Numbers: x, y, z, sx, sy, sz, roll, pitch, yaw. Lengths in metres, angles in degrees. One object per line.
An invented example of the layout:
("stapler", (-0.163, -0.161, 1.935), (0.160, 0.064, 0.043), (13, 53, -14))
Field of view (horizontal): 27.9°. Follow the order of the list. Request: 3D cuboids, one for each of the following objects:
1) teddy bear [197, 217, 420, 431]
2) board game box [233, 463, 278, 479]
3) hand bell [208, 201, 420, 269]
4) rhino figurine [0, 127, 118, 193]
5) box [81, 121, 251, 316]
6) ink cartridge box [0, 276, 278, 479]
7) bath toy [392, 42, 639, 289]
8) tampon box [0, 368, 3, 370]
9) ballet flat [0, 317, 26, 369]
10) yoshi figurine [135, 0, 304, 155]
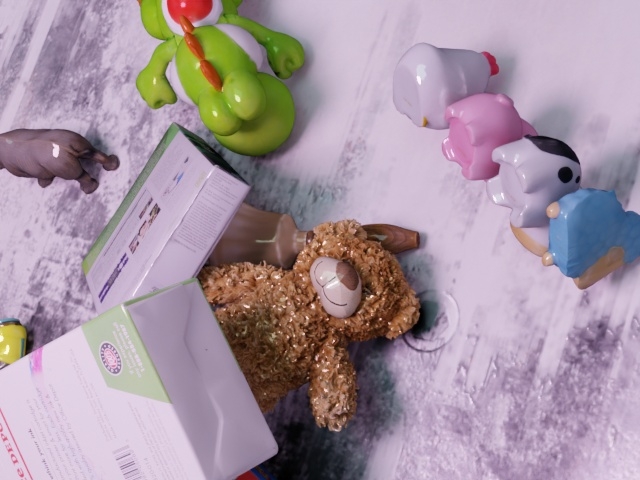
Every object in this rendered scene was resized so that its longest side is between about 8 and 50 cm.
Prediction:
("teddy bear", (-0.058, 0.112, 1.432), (0.338, 0.113, 0.245), (-21, 55, 11))
("board game box", (-0.217, 0.336, 1.511), (0.308, 0.086, 0.302), (36, 87, 37))
("hand bell", (0.000, 0.000, 1.537), (0.242, 0.126, 0.126), (-1, 70, 18))
("rhino figurine", (-0.410, -0.121, 1.821), (0.243, 0.106, 0.073), (6, 73, 34))
("box", (-0.197, -0.013, 1.569), (0.232, 0.058, 0.322), (-57, 21, 4))
("ink cartridge box", (-0.237, 0.201, 1.376), (0.353, 0.119, 0.207), (-27, 87, 38))
("bath toy", (0.210, -0.099, 1.415), (0.129, 0.151, 0.348), (-20, 49, -21))
("tampon box", (-0.415, 0.238, 1.678), (0.161, 0.101, 0.120), (-9, 67, 29))
("ballet flat", (-0.502, 0.171, 1.783), (0.231, 0.077, 0.077), (-18, 79, 23))
("yoshi figurine", (-0.131, -0.237, 1.679), (0.203, 0.203, 0.362), (-61, 34, 34))
